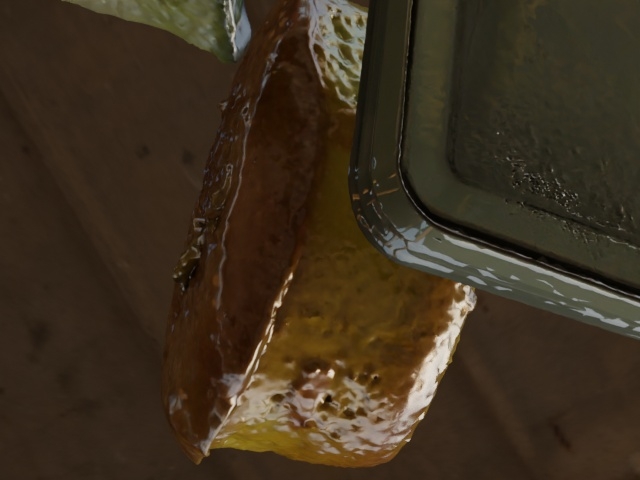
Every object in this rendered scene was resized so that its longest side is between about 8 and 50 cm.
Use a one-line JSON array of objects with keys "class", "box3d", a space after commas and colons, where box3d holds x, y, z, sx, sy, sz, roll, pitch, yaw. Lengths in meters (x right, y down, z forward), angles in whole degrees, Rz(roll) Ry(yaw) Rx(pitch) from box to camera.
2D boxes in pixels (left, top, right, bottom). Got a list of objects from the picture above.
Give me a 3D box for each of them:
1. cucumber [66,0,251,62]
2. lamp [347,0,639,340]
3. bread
[{"class": "cucumber", "box3d": [-0.161, -0.189, 0.746, 0.325, 0.145, 0.105, 24, -125, 14]}, {"class": "lamp", "box3d": [0.144, -0.084, 0.736, 0.266, 0.047, 0.269, 18, -117, -22]}, {"class": "bread", "box3d": [0.000, 0.000, 0.880, 0.146, 0.268, 0.268, 17, -97, -6]}]
